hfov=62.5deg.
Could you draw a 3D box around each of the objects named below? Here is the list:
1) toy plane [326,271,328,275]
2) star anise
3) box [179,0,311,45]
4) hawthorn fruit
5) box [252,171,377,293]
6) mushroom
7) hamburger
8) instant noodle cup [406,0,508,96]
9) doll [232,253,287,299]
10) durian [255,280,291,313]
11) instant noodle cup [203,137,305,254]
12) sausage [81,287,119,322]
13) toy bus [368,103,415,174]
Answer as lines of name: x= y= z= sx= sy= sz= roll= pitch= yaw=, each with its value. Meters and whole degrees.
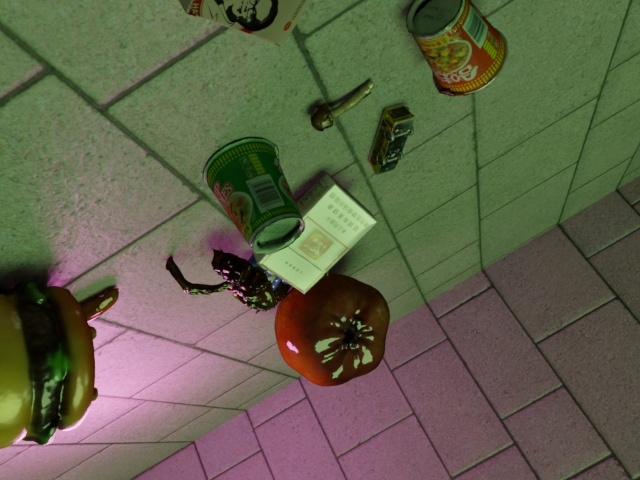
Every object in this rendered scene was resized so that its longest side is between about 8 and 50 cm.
toy plane: x=0.011 y=0.000 z=1.750 sx=0.088 sy=0.192 sz=0.262 roll=3 pitch=139 yaw=10
star anise: x=-0.279 y=0.105 z=1.550 sx=0.346 sy=0.148 sz=0.237 roll=15 pitch=176 yaw=-13
box: x=-0.061 y=-0.501 z=0.853 sx=0.214 sy=0.069 sz=0.353 roll=-1 pitch=144 yaw=-45
hawthorn fruit: x=0.036 y=0.323 z=2.048 sx=0.472 sy=0.471 sz=0.471 roll=-24 pitch=154 yaw=-12
box: x=-0.018 y=-0.015 z=1.599 sx=0.330 sy=0.095 sz=0.210 roll=-44 pitch=125 yaw=11
mushroom: x=0.051 y=-0.335 z=1.293 sx=0.187 sy=0.061 sz=0.060 roll=-37 pitch=169 yaw=-11
hamburger: x=-0.713 y=0.311 z=1.291 sx=0.277 sy=0.395 sz=0.395 roll=-4 pitch=144 yaw=-42
instant noodle cup: x=0.296 y=-0.457 z=1.190 sx=0.193 sy=0.193 sz=0.212 roll=-40 pitch=145 yaw=20
doll: x=-0.141 y=0.095 z=1.803 sx=0.341 sy=0.098 sz=0.346 roll=-1 pitch=139 yaw=-45
durian: x=-0.188 y=0.216 z=2.011 sx=0.215 sy=0.086 sz=0.100 roll=-39 pitch=167 yaw=14
instant noodle cup: x=-0.148 y=-0.101 z=1.291 sx=0.207 sy=0.232 sz=0.207 roll=-24 pitch=154 yaw=-13
sausage: x=-0.653 y=0.196 z=1.518 sx=0.183 sy=0.054 sz=0.062 roll=-31 pitch=-178 yaw=-3
toy bus: x=0.203 y=-0.282 z=1.507 sx=0.081 sy=0.074 sz=0.226 roll=-20 pitch=153 yaw=-17
